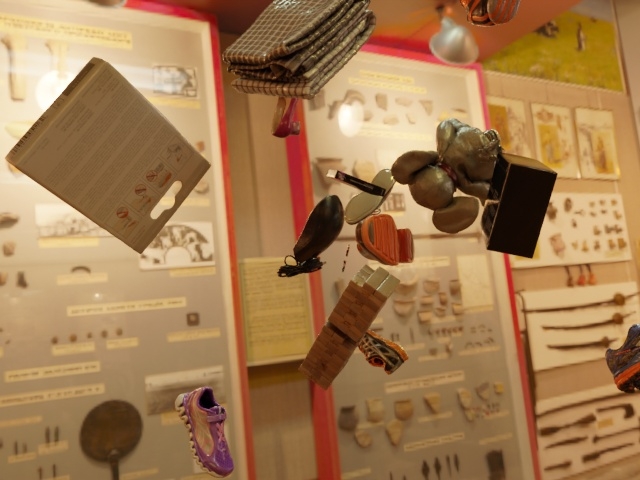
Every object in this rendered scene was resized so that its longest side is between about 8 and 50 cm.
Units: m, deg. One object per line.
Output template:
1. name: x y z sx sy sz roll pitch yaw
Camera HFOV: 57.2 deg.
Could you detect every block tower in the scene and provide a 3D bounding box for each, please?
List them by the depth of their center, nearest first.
1. block tower: 0.063 0.204 1.382 0.097 0.091 0.336 -37 -20 -55

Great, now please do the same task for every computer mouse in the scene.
1. computer mouse: 0.000 0.000 1.647 0.072 0.272 0.188 40 29 27

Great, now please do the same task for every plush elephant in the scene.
1. plush elephant: 0.338 -0.170 1.565 0.255 0.272 0.330 -31 2 5

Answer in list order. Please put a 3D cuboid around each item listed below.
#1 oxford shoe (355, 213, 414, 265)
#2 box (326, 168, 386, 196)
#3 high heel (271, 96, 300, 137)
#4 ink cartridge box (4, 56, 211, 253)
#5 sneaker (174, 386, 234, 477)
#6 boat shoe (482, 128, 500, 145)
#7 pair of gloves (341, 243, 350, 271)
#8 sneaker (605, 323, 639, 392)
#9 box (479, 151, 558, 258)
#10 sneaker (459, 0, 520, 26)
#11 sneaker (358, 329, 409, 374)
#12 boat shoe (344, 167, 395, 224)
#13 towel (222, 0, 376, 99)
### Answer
1. oxford shoe: 0.147 0.012 1.557 0.132 0.130 0.363 -5 -12 22
2. box: 0.106 -0.173 1.757 0.162 0.029 0.116 21 3 -15
3. high heel: -0.136 -0.476 2.023 0.082 0.244 0.117 4 11 43
4. ink cartridge box: -0.491 -0.193 1.423 0.091 0.308 0.385 26 -14 44
5. sneaker: -0.271 0.464 1.454 0.104 0.237 0.095 -40 -25 18
6. boat shoe: 0.512 -0.287 2.093 0.098 0.116 0.319 -9 -17 -28
7. pair of gloves: 0.078 0.054 1.814 0.010 0.083 0.074 13 16 3
8. sneaker: 0.589 0.168 1.031 0.083 0.087 0.221 26 -64 -34
9. box: 0.426 -0.086 1.291 0.103 0.185 0.261 11 16 9
10. sneaker: 0.457 -0.717 1.528 0.124 0.321 0.180 22 4 -31
11. sneaker: 0.155 0.321 1.715 0.214 0.083 0.084 16 -32 51
12. boat shoe: 0.169 -0.138 1.994 0.095 0.255 0.079 28 -24 22
13. towel: -0.050 -0.431 1.251 0.234 0.284 0.121 18 -33 39
